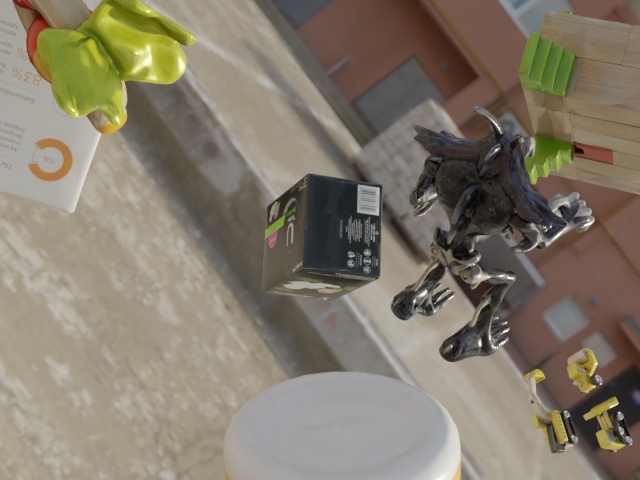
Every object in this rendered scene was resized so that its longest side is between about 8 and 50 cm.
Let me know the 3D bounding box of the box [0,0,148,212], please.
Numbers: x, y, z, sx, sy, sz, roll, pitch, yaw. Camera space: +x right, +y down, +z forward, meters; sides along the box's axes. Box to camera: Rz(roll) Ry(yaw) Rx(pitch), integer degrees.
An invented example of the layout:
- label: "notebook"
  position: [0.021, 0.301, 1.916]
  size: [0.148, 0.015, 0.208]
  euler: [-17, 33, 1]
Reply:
- label: "box"
  position: [-0.329, -0.240, 1.257]
  size: [0.215, 0.345, 0.168]
  euler: [19, 15, -18]

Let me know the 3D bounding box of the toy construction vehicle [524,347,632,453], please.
- label: "toy construction vehicle"
  position: [0.232, 0.155, 1.017]
  size: [0.035, 0.086, 0.098]
  euler: [5, 61, -36]

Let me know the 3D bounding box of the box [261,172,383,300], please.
- label: "box"
  position: [0.000, 0.000, 0.697]
  size: [0.083, 0.052, 0.062]
  euler: [148, -52, -65]

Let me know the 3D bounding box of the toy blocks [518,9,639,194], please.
- label: "toy blocks"
  position: [0.389, -0.142, 1.295]
  size: [0.261, 0.191, 0.381]
  euler: [14, -11, 19]

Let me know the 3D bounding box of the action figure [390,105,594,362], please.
- label: "action figure"
  position: [0.150, -0.022, 1.006]
  size: [0.164, 0.141, 0.276]
  euler: [33, -42, 19]

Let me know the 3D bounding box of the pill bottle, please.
- label: "pill bottle"
  position: [0.018, 0.248, 0.788]
  size: [0.162, 0.162, 0.278]
  euler: [-104, -169, -67]

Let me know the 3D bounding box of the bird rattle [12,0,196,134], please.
- label: "bird rattle"
  position: [-0.249, -0.199, 1.030]
  size: [0.253, 0.143, 0.207]
  euler: [42, -22, 12]
